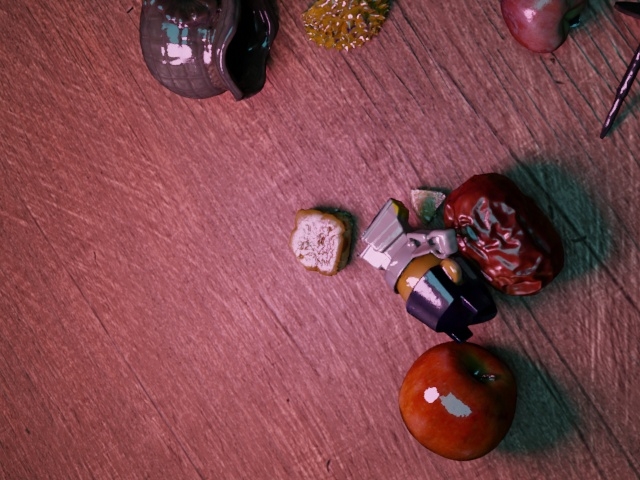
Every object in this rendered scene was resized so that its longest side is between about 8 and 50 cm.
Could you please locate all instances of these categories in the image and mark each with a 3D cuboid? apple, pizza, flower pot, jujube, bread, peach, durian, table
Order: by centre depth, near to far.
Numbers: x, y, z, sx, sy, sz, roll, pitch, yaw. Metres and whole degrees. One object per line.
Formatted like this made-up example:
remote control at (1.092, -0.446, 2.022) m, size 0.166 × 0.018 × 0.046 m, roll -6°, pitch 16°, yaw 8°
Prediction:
table at (0.619, -0.240, 1.279) m, size 0.317 × 0.317 × 0.249 m, roll 14°, pitch 117°, yaw 18°
peach at (0.399, -0.428, 1.402) m, size 0.152 × 0.152 × 0.152 m, roll 3°, pitch 98°, yaw 20°
jujube at (0.345, -0.011, 1.459) m, size 0.250 × 0.174 × 0.174 m, roll 46°, pitch 110°, yaw 3°
apple at (0.265, 0.317, 1.513) m, size 0.230 × 0.230 × 0.229 m, roll 3°, pitch 98°, yaw 20°
flower pot at (-0.224, -0.434, 1.546) m, size 0.213 × 0.302 × 0.301 m, roll 10°, pitch 101°, yaw 13°
durian at (0.053, -0.467, 1.548) m, size 0.182 × 0.165 × 0.132 m, roll -11°, pitch 52°, yaw 0°
pizza at (0.224, -0.077, 1.568) m, size 0.078 × 0.025 × 0.083 m, roll -19°, pitch 97°, yaw 26°
bread at (0.000, 0.000, 1.640) m, size 0.128 × 0.069 × 0.140 m, roll 11°, pitch 100°, yaw 20°

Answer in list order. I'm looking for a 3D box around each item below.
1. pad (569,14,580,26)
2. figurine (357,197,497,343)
pad at (0.424, -0.473, 1.449) m, size 0.112 × 0.003 × 0.157 m, roll -6°, pitch 96°, yaw 21°
figurine at (0.204, 0.070, 1.490) m, size 0.143 × 0.308 × 0.308 m, roll -39°, pitch 83°, yaw -6°
